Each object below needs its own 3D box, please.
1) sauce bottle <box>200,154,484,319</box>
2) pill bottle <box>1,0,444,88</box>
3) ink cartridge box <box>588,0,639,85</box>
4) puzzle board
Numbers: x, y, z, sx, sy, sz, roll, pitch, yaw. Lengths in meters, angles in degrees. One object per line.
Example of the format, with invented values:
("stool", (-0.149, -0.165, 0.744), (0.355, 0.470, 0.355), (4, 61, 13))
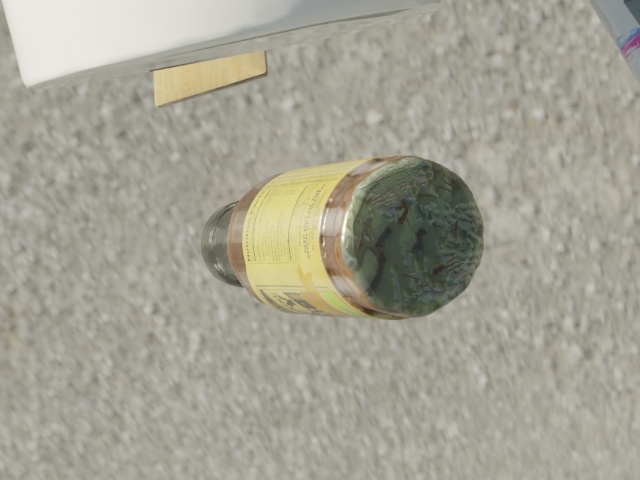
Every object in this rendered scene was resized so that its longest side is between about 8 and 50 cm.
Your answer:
("sauce bottle", (0.000, 0.000, 1.323), (0.111, 0.344, 0.111), (0, 89, -20))
("pill bottle", (-0.072, -0.275, 0.722), (0.229, 0.229, 0.408), (-10, 93, 9))
("ink cartridge box", (0.241, -0.104, 0.938), (0.154, 0.093, 0.212), (-34, 37, 14))
("puzzle board", (-0.092, -0.167, 1.514), (0.096, 0.011, 0.128), (-16, 48, 11))
